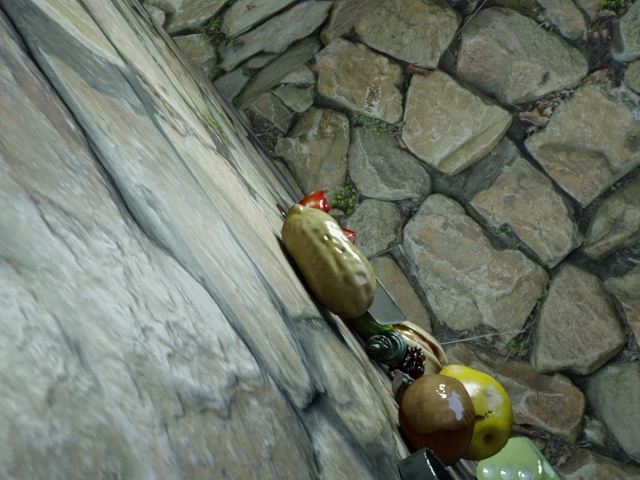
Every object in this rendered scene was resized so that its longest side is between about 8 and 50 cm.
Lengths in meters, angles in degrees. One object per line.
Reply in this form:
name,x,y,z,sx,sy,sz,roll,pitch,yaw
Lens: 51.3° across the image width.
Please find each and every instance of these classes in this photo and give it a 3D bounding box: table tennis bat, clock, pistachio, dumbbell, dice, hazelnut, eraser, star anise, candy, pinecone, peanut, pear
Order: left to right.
table tennis bat,-0.112,-0.077,2.454,0.155,0.019,0.098,50,4,-21
peanut,0.018,0.047,1.787,0.387,0.169,0.192,56,-1,34
eraser,0.144,0.144,2.112,0.213,0.082,0.397,54,1,-9
candy,0.157,0.269,2.120,0.209,0.096,0.097,34,18,-55
dumbbell,0.188,0.320,1.989,0.110,0.110,0.254,55,10,17
pinecone,0.274,0.395,2.128,0.120,0.140,0.140,12,12,-8
pistachio,0.329,0.407,2.359,0.318,0.214,0.193,46,47,-2
star anise,0.267,0.447,1.813,0.229,0.093,0.236,56,6,21
hazelnut,0.269,0.421,1.558,0.214,0.176,0.214,2,90,-84
clock,0.255,0.524,1.225,0.313,0.061,0.312,53,3,-4
pear,0.458,0.547,2.127,0.285,0.285,0.336,53,-17,-11
dice,0.732,0.885,2.407,0.254,0.249,0.252,51,4,-29

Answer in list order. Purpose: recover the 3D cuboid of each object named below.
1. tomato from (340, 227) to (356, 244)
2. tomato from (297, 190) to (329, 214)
tomato,0.001,0.004,2.044,0.228,0.227,0.101,-111,-152,-76
tomato,-0.036,-0.052,2.273,0.200,0.139,0.233,-49,137,-79
